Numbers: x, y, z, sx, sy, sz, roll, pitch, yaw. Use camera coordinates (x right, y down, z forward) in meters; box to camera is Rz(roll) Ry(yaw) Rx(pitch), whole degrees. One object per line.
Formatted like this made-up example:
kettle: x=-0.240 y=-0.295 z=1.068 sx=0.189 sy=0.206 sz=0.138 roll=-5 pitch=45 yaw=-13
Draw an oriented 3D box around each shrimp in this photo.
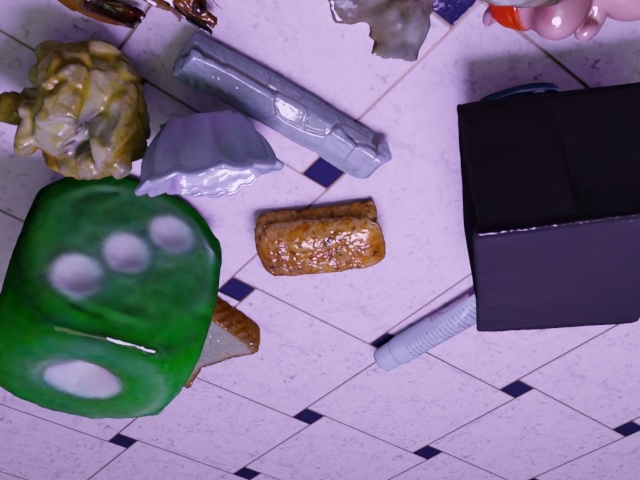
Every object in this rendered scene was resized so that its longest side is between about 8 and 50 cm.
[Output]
shrimp: x=-0.243 y=-0.316 z=0.907 sx=0.248 sy=0.068 sz=0.150 roll=23 pitch=145 yaw=-14

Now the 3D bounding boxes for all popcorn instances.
popcorn: x=-0.320 y=-0.170 z=0.983 sx=0.185 sy=0.167 sz=0.187 roll=-19 pitch=128 yaw=28

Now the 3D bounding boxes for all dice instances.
dice: x=-0.340 y=0.094 z=1.171 sx=0.297 sy=0.300 sz=0.287 roll=18 pitch=137 yaw=-19

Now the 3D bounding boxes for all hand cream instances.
hand cream: x=0.239 y=0.159 z=1.394 sx=0.085 sy=0.058 sz=0.331 roll=36 pitch=127 yaw=-29

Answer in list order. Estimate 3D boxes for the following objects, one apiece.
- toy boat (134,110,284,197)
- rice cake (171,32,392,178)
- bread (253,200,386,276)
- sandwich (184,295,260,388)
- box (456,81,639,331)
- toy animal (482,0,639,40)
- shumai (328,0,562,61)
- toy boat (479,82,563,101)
toy boat: x=-0.152 y=-0.114 z=1.012 sx=0.199 sy=0.100 sz=0.290 roll=-9 pitch=179 yaw=-2
rice cake: x=-0.045 y=-0.181 z=1.042 sx=0.336 sy=0.063 sz=0.066 roll=24 pitch=140 yaw=-24
bread: x=0.000 y=0.000 z=1.218 sx=0.210 sy=0.083 sz=0.114 roll=-8 pitch=132 yaw=8
sandwich: x=-0.246 y=0.189 z=1.433 sx=0.214 sy=0.065 sz=0.186 roll=-27 pitch=130 yaw=26
box: x=0.327 y=-0.030 z=1.032 sx=0.251 sy=0.205 sz=0.345 roll=-6 pitch=152 yaw=8
toy animal: x=0.280 y=-0.313 z=0.830 sx=0.197 sy=0.171 sz=0.171 roll=-5 pitch=136 yaw=1
shumai: x=0.114 y=-0.360 z=0.759 sx=0.291 sy=0.330 sz=0.288 roll=2 pitch=176 yaw=-8
toy boat: x=0.271 y=-0.180 z=1.034 sx=0.137 sy=0.061 sz=0.060 roll=-9 pitch=136 yaw=12
